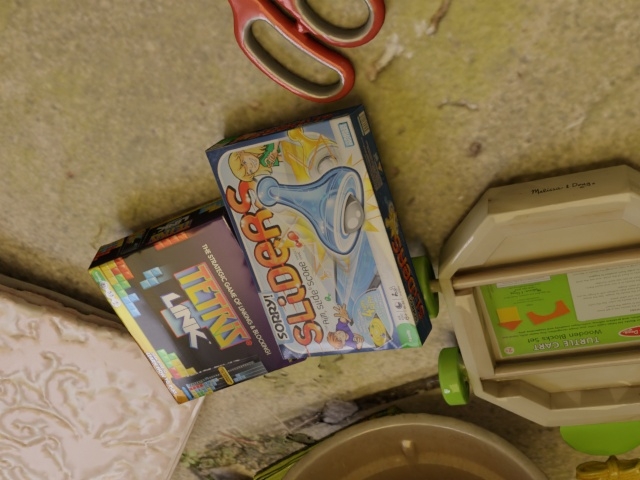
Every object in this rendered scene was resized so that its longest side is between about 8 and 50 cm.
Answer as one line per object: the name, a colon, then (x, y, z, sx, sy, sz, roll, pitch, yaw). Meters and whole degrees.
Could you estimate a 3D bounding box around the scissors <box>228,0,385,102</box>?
scissors: (-0.085, -0.206, 0.578, 0.297, 0.021, 0.109, 31, 130, -16)

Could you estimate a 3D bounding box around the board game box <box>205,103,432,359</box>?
board game box: (0.000, 0.000, 0.676, 0.136, 0.035, 0.201, -10, 109, 28)

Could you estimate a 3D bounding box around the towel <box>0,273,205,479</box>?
towel: (-0.313, 0.190, 0.884, 0.332, 0.053, 0.317, 22, 115, -10)

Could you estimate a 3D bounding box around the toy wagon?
toy wagon: (0.236, 0.092, 0.732, 0.267, 0.068, 0.344, -9, 127, 19)

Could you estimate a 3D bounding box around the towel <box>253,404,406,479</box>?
towel: (0.032, 0.267, 0.948, 0.102, 0.021, 0.237, 41, 125, -21)

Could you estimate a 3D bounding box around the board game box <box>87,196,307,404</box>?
board game box: (-0.110, 0.060, 0.759, 0.141, 0.048, 0.170, -21, 116, 14)

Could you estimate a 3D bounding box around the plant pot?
plant pot: (0.119, 0.398, 0.862, 0.334, 0.333, 0.305, -6, 145, 16)
